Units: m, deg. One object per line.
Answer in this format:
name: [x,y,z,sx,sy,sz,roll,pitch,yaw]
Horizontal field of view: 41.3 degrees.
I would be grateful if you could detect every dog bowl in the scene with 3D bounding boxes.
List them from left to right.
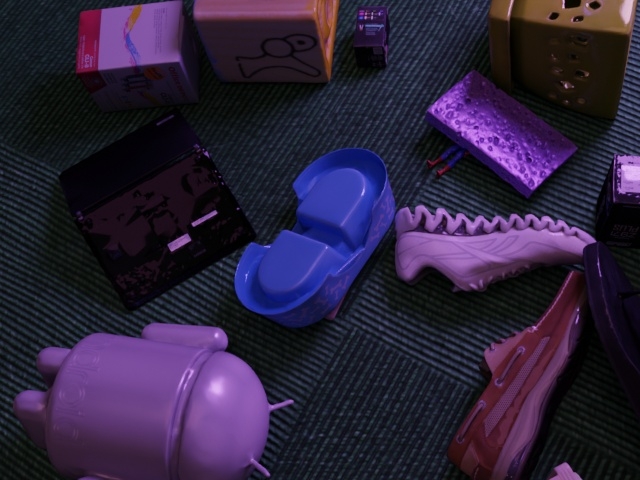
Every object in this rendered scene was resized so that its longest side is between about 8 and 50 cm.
dog bowl: [0.000,0.000,1.255,0.166,0.074,0.297,20,68,42]

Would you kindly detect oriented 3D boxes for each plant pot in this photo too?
plant pot: [0.375,-0.347,1.303,0.207,0.227,0.228,11,69,19]

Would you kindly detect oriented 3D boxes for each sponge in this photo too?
sponge: [0.279,-0.167,1.317,0.210,0.031,0.117,41,67,16]

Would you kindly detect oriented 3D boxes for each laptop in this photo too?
laptop: [-0.270,-0.059,1.378,0.234,0.136,0.264,-31,91,-5]

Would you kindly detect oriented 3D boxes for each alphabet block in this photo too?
alphabet block: [-0.082,-0.386,1.399,0.197,0.192,0.193,3,69,8]

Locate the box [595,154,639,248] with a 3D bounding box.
box: [0.490,-0.048,1.192,0.180,0.147,0.077,5,67,9]

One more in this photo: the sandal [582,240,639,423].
sandal: [0.462,0.196,1.076,0.107,0.168,0.445,-29,70,28]

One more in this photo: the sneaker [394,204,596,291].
sneaker: [0.247,0.022,1.227,0.292,0.110,0.118,4,75,18]

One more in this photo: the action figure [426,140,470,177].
action figure: [0.223,-0.145,1.339,0.115,0.030,0.038,-36,64,-11]

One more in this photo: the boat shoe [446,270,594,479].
boat shoe: [0.271,0.178,1.141,0.120,0.122,0.324,21,68,28]

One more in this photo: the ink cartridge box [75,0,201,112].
ink cartridge box: [-0.300,-0.307,1.427,0.176,0.128,0.127,-5,66,6]

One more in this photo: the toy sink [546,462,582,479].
toy sink: [0.281,0.364,1.038,0.234,0.153,0.131,-26,65,-3]

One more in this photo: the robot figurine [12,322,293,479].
robot figurine: [-0.222,0.236,1.137,0.354,0.199,0.299,7,53,10]

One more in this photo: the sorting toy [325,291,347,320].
sorting toy: [-0.006,0.078,1.280,0.083,0.012,0.062,21,71,16]

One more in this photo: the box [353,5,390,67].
box: [0.086,-0.341,1.424,0.052,0.062,0.083,2,66,10]
